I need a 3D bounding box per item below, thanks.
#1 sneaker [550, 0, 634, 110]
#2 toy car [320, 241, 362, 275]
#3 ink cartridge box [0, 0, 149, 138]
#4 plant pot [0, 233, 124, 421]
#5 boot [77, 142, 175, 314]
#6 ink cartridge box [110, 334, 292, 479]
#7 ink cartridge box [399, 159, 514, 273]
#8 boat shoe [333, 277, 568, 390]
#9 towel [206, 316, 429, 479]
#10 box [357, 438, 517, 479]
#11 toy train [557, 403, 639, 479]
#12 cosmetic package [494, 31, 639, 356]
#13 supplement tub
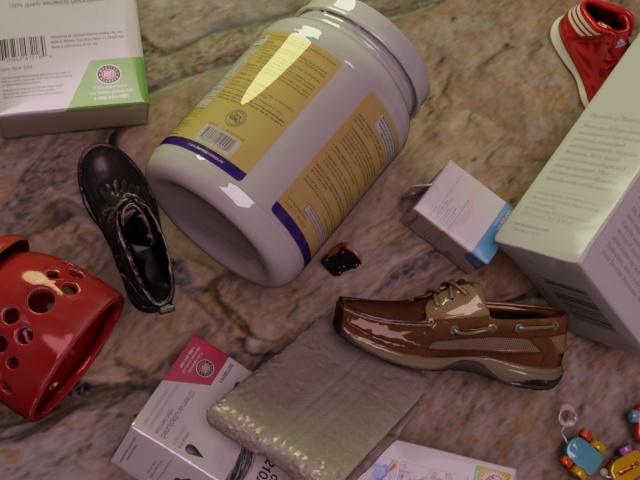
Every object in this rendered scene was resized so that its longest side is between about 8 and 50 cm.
[{"bbox_3d":[0.417,-0.242,1.559,0.087,0.128,0.221,-37,87,-13],"label":"sneaker"},{"bbox_3d":[0.000,0.000,1.494,0.122,0.060,0.040,33,45,-9],"label":"toy car"},{"bbox_3d":[-0.342,-0.288,1.458,0.198,0.115,0.273,-7,82,-10],"label":"ink cartridge box"},{"bbox_3d":[-0.365,0.100,1.351,0.174,0.191,0.191,34,77,1],"label":"plant pot"},{"bbox_3d":[-0.233,-0.025,1.371,0.091,0.229,0.263,-23,85,-12],"label":"boot"},{"bbox_3d":[-0.111,0.259,1.372,0.237,0.100,0.172,33,44,-2],"label":"ink cartridge box"},{"bbox_3d":[0.184,-0.037,1.507,0.143,0.092,0.090,38,77,-1],"label":"ink cartridge box"},{"bbox_3d":[0.179,0.106,1.456,0.324,0.122,0.120,11,104,-15],"label":"boat shoe"},{"bbox_3d":[0.005,0.202,1.361,0.187,0.049,0.282,29,32,19],"label":"towel"},{"bbox_3d":[0.136,0.323,1.426,0.203,0.114,0.103,15,78,-4],"label":"box"},{"bbox_3d":[0.397,0.274,1.513,0.166,0.046,0.125,3,79,-11],"label":"toy train"},{"bbox_3d":[0.460,-0.096,1.479,0.453,0.161,0.230,-52,124,-13],"label":"cosmetic package"},{"bbox_3d":[-0.036,-0.131,1.407,0.241,0.241,0.331,40,72,0],"label":"supplement tub"}]
